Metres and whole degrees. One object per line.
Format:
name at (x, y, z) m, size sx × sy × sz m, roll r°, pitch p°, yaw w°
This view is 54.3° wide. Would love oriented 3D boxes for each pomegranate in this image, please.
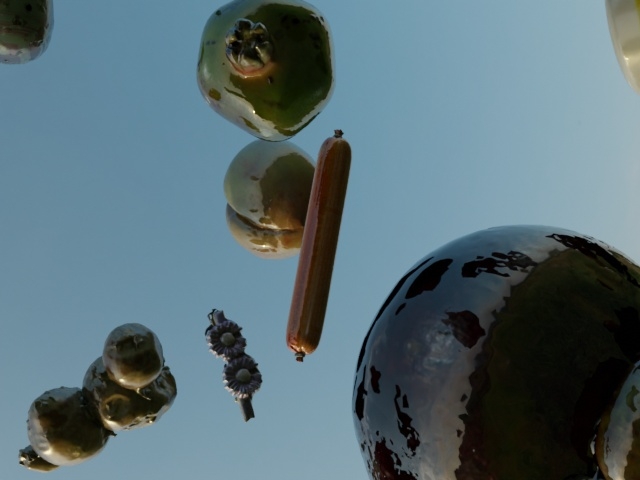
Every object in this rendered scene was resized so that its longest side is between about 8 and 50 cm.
pomegranate at (-0.065, -0.209, 0.734) m, size 0.209 × 0.180 × 0.179 m, roll -66°, pitch -19°, yaw -84°

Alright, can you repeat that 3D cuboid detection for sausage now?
sausage at (0.000, 0.000, 0.892) m, size 0.053 × 0.053 × 0.347 m, roll 29°, pitch -114°, yaw -50°

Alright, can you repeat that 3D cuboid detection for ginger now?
ginger at (-0.454, 0.330, 1.263) m, size 0.375 × 0.176 × 0.256 m, roll -38°, pitch -31°, yaw -3°

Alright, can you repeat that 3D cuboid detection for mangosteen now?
mangosteen at (0.193, 0.139, 0.509) m, size 0.307 × 0.347 × 0.306 m, roll -2°, pitch -87°, yaw -33°

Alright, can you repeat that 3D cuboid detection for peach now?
peach at (-0.102, -0.092, 1.481) m, size 0.248 × 0.292 × 0.292 m, roll -14°, pitch -71°, yaw -37°

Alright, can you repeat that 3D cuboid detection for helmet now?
helmet at (-0.527, -0.351, 1.049) m, size 0.153 × 0.177 × 0.107 m, roll -4°, pitch -110°, yaw -27°

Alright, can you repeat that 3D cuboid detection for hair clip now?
hair clip at (-0.214, 0.303, 1.555) m, size 0.106 × 0.084 × 0.292 m, roll -16°, pitch -102°, yaw -25°

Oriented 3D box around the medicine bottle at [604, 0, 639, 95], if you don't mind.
medicine bottle at (0.549, -0.315, 0.755) m, size 0.208 × 0.340 × 0.208 m, roll 11°, pitch -104°, yaw -46°
